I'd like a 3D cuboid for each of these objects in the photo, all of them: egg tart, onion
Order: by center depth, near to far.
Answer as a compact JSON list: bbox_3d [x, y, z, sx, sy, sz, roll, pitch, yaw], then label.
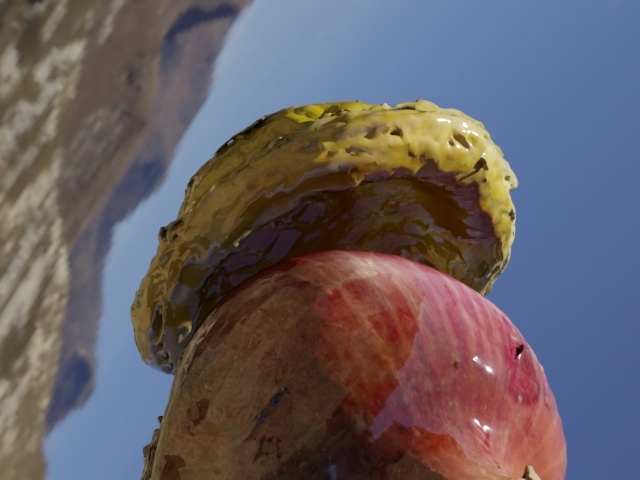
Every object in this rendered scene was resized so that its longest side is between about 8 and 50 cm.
[{"bbox_3d":[0.024,0.185,1.169,0.353,0.353,0.353,-55,-170,15],"label":"onion"},{"bbox_3d":[0.000,0.000,1.383,0.388,0.388,0.169,-52,-130,29],"label":"egg tart"}]
